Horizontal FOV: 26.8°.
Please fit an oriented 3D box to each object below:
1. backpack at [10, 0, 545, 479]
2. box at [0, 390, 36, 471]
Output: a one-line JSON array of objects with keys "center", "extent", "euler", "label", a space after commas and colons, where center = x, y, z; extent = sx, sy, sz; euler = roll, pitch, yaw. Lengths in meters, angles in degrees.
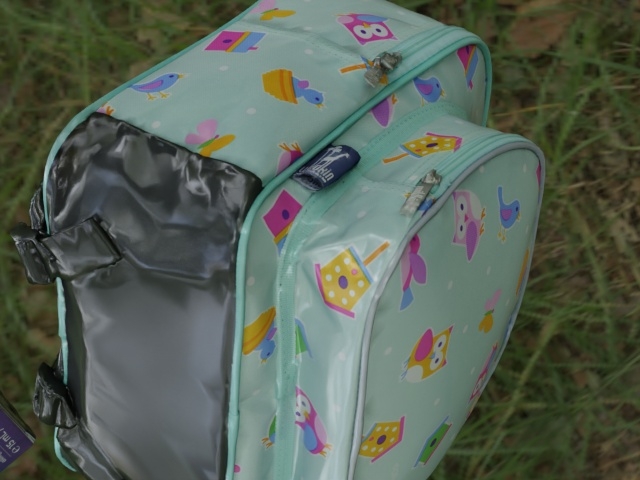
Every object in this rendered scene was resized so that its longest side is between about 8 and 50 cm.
[{"center": [0.000, 0.000, 0.483], "extent": [0.144, 0.188, 0.166], "euler": [16, 130, 18], "label": "backpack"}, {"center": [-0.325, 0.142, 0.908], "extent": [0.207, 0.153, 0.108], "euler": [-42, 60, -12], "label": "box"}]
